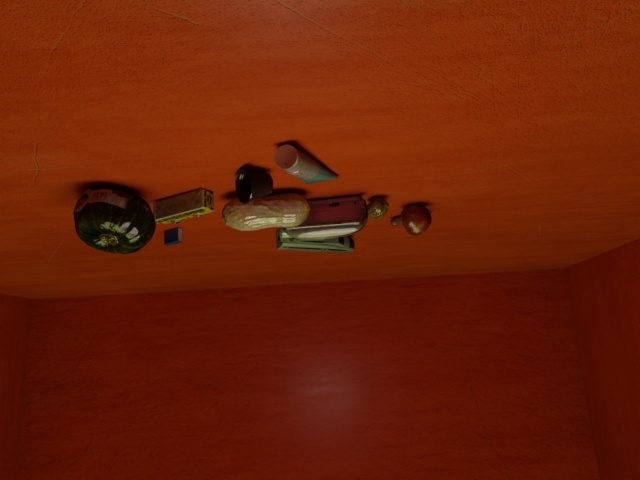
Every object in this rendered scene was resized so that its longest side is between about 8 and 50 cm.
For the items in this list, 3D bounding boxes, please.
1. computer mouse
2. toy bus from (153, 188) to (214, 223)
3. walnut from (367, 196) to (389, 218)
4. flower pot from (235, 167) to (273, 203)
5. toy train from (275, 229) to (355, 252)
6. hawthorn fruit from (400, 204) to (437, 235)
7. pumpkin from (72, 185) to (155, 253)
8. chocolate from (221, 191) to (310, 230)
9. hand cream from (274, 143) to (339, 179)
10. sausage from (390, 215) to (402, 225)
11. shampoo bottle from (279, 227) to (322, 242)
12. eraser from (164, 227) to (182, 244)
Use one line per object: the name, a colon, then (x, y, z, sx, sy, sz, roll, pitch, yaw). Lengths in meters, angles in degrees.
computer mouse: (0.017, -0.084, 1.795, 0.310, 0.158, 0.072, -6, 147, 8)
toy bus: (-0.465, -0.111, 1.706, 0.226, 0.081, 0.074, -10, 166, 26)
walnut: (0.209, -0.120, 1.840, 0.079, 0.082, 0.096, -28, 174, -22)
flower pot: (-0.195, -0.168, 1.515, 0.089, 0.111, 0.111, -8, 171, -34)
toy train: (0.000, 0.000, 2.275, 0.407, 0.086, 0.088, 3, 159, -27)
hawthorn fruit: (0.372, -0.088, 1.942, 0.125, 0.125, 0.140, 5, 131, -32)
pumpkin: (-0.667, -0.074, 1.636, 0.260, 0.189, 0.260, 7, 146, 4)
chocolate: (-0.189, -0.101, 1.715, 0.309, 0.134, 0.134, -4, 166, 3)
hand cream: (-0.039, -0.212, 1.474, 0.111, 0.070, 0.312, -9, 173, 17)
sausage: (0.371, -0.089, 2.074, 0.176, 0.040, 0.047, -11, 171, 29)
shampoo bottle: (-0.053, -0.039, 2.084, 0.234, 0.087, 0.118, -3, 164, -1)
eraser: (-0.618, -0.016, 2.098, 0.084, 0.063, 0.027, -11, 165, 30)
